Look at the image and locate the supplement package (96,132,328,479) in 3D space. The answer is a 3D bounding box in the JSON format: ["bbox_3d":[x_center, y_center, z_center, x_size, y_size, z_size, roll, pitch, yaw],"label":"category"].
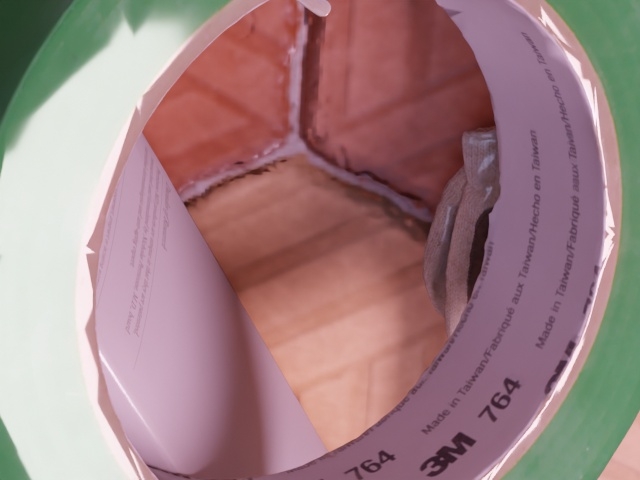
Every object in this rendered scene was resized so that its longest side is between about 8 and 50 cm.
[{"bbox_3d":[-0.118,0.102,0.907,0.177,0.175,0.293,-21,121,14],"label":"supplement package"}]

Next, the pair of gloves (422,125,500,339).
[{"bbox_3d":[0.168,0.024,0.929,0.240,0.042,0.204,-3,120,1],"label":"pair of gloves"}]

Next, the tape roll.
[{"bbox_3d":[0.000,0.000,0.761,0.321,0.077,0.321,-10,110,-31],"label":"tape roll"}]

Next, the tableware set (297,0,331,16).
[{"bbox_3d":[-0.030,-0.169,0.789,0.154,0.024,0.104,34,87,-5],"label":"tableware set"}]
